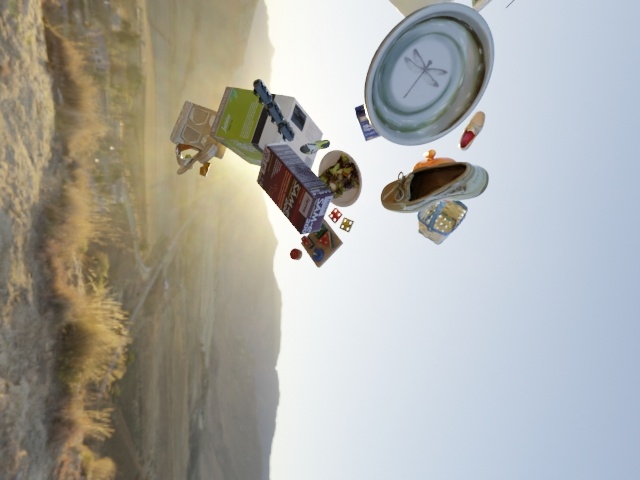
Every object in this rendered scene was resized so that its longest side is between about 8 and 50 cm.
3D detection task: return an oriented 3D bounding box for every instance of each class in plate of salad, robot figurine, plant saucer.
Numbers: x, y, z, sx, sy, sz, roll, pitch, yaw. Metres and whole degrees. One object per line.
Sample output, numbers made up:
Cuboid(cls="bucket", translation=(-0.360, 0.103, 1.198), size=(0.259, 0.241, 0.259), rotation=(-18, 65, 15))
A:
Cuboid(cls="plate of salad", translation=(0.058, -0.207, 1.445), size=(0.199, 0.048, 0.200), rotation=(20, -60, 39))
Cuboid(cls="robot figurine", translation=(0.392, -0.221, 1.446), size=(0.219, 0.128, 0.158), rotation=(-156, -100, -71))
Cuboid(cls="plant saucer", translation=(0.297, -0.472, 1.223), size=(0.101, 0.400, 0.401), rotation=(-116, -152, -46))

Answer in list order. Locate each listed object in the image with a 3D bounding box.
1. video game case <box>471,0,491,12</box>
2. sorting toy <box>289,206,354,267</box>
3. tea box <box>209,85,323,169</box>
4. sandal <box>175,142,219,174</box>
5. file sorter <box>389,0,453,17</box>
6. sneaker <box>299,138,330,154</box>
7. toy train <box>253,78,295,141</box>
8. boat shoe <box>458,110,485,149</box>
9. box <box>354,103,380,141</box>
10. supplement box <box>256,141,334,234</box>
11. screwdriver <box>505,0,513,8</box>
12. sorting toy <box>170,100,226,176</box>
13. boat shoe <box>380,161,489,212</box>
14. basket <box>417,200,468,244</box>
Cuboid(cls="video game case", translation=(0.663, -1.012, 1.486), size=(0.329, 0.036, 0.300), rotation=(-32, -136, 46))
Cuboid(cls="sorting toy", translation=(0.000, 0.000, 1.526), size=(0.274, 0.046, 0.132), rotation=(-46, -123, 17))
Cuboid(cls="tea box", translation=(-0.212, -0.440, 1.753), size=(0.329, 0.323, 0.220), rotation=(29, 79, -66))
Cuboid(cls="sandal", translation=(-0.398, -0.269, 1.286), size=(0.240, 0.079, 0.088), rotation=(-5, -132, 48))
Cuboid(cls="file sorter", translation=(0.335, -0.899, 1.483), size=(0.193, 0.277, 0.173), rotation=(-44, -175, 29))
Cuboid(cls="sneaker", translation=(-0.016, -0.248, 1.126), size=(0.035, 0.083, 0.031), rotation=(-129, -153, -67))
Cuboid(cls="toy train", translation=(-0.086, -0.242, 0.802), size=(0.158, 0.027, 0.036), rotation=(53, 20, -58))
Cuboid(cls="boat shoe", translation=(0.615, -0.443, 1.722), size=(0.059, 0.063, 0.170), rotation=(-28, 142, -66))
Cuboid(cls="box", translation=(0.230, -0.511, 1.806), size=(0.225, 0.136, 0.037), rotation=(48, 28, -63))
Cuboid(cls="supplement box", translation=(-0.075, -0.142, 1.138), size=(0.239, 0.073, 0.130), rotation=(49, -44, 30))
Cuboid(cls="screwdriver", translation=(0.652, -0.800, 1.330), size=(0.170, 0.024, 0.025), rotation=(-36, -141, 47))
Cuboid(cls="sorting toy", translation=(-0.515, -0.431, 1.820), size=(0.041, 0.229, 0.307), rotation=(141, -34, -67))
Cuboid(cls="boat shoe", translation=(0.248, -0.135, 1.013), size=(0.285, 0.089, 0.105), rotation=(-12, -114, 45))
Cuboid(cls="basket", translation=(0.579, -0.134, 2.016), size=(0.255, 0.201, 0.289), rotation=(-44, 161, -28))
